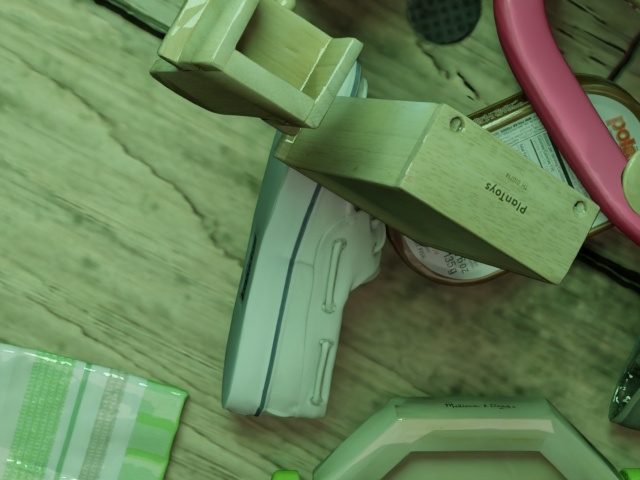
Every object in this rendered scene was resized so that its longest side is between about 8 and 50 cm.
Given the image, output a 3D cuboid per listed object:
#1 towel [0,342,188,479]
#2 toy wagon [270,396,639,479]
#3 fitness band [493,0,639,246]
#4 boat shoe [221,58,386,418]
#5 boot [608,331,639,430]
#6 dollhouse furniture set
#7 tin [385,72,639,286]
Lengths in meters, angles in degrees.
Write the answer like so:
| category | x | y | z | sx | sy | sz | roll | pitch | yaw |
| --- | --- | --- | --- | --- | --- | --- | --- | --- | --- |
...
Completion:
| category | x | y | z | sx | sy | sz | roll | pitch | yaw |
| --- | --- | --- | --- | --- | --- | --- | --- | --- | --- |
| towel | -0.178 | 0.136 | 0.906 | 0.152 | 0.023 | 0.113 | 15 | 106 | -7 |
| toy wagon | 0.097 | 0.278 | 0.941 | 0.267 | 0.068 | 0.344 | 0 | 107 | -3 |
| fitness band | 0.234 | -0.117 | 0.807 | 0.209 | 0.054 | 0.291 | -33 | 93 | 0 |
| boat shoe | 0.000 | 0.000 | 0.848 | 0.084 | 0.095 | 0.258 | 11 | 116 | -10 |
| boot | 0.302 | 0.147 | 0.909 | 0.208 | 0.076 | 0.189 | 13 | 100 | -11 |
| dollhouse furniture set | 0.116 | -0.174 | 0.707 | 0.303 | 0.174 | 0.355 | 30 | 86 | -22 |
| tin | 0.132 | -0.038 | 0.865 | 0.190 | 0.040 | 0.106 | -25 | 111 | 4 |
